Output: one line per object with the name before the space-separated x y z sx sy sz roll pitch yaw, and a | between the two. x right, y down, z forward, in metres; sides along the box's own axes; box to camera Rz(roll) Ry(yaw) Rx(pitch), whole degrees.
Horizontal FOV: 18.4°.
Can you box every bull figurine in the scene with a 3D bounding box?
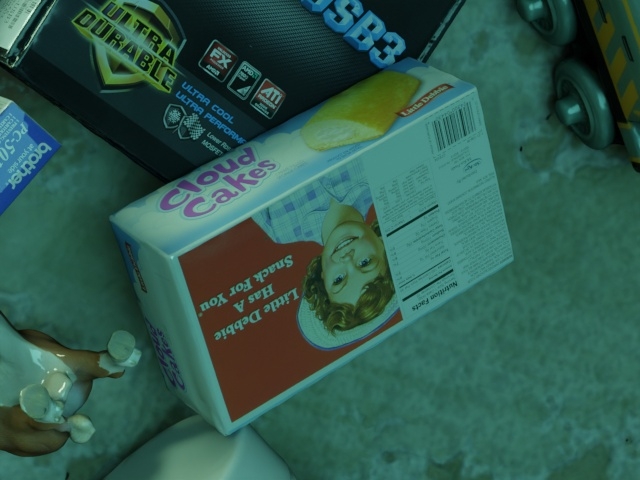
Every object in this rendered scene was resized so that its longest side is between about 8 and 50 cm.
bull figurine | -0.278 0.068 1.343 0.310 0.188 0.101 21 71 -26

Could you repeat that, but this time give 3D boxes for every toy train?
toy train | 0.232 -0.197 1.460 0.142 0.190 0.334 -24 104 -14

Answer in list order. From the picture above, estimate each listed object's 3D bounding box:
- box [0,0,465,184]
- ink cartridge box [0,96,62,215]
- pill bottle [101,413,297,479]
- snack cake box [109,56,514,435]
box | -0.050 -0.178 1.391 0.295 0.073 0.293 37 86 -38
ink cartridge box | -0.239 -0.051 1.312 0.046 0.207 0.097 43 83 -19
pill bottle | -0.005 0.322 1.436 0.224 0.224 0.392 -44 109 -8
snack cake box | 0.000 0.000 1.393 0.264 0.089 0.152 -29 124 -23
